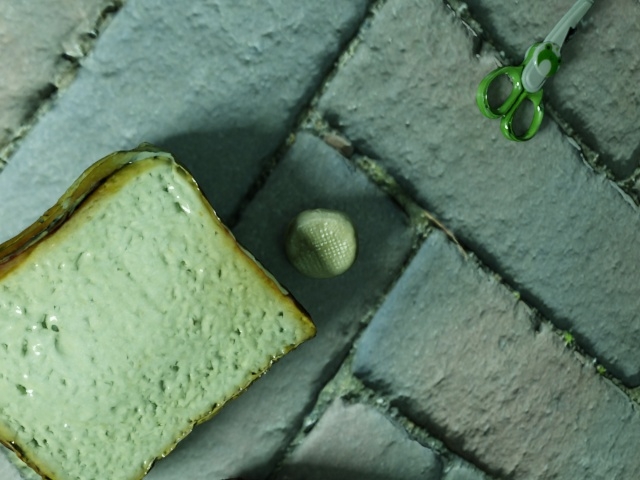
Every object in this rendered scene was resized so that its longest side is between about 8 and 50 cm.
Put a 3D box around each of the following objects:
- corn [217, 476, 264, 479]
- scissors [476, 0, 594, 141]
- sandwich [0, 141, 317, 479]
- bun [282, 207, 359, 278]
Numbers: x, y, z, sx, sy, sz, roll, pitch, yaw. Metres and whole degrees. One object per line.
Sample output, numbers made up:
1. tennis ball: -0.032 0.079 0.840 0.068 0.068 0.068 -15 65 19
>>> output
1. corn: -0.007 0.328 0.870 0.289 0.098 0.098 15 91 -30
2. scissors: 0.276 -0.224 0.954 0.101 0.027 0.204 38 83 -28
3. sandwich: -0.196 0.083 0.742 0.301 0.099 0.271 -41 107 -11
4. bun: 0.000 0.000 0.843 0.086 0.055 0.086 -1 114 -2
